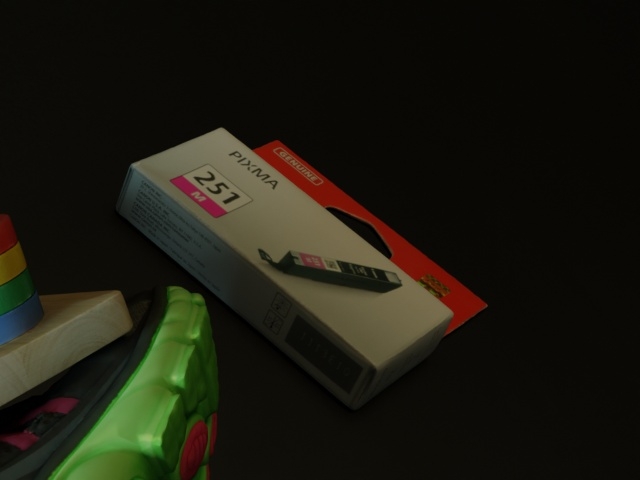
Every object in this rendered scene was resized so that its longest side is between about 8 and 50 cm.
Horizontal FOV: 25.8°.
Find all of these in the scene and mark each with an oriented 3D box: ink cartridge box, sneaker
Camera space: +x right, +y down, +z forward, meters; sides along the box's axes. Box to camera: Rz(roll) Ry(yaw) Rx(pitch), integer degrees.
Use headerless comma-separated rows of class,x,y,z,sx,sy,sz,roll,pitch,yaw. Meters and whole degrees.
ink cartridge box,0.000,0.000,1.218,0.275,0.060,0.239,39,37,17
sneaker,-0.182,0.146,0.788,0.202,0.185,0.483,9,20,9

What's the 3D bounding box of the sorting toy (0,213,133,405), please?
sorting toy,-0.287,0.061,0.776,0.257,0.089,0.255,-6,16,39
